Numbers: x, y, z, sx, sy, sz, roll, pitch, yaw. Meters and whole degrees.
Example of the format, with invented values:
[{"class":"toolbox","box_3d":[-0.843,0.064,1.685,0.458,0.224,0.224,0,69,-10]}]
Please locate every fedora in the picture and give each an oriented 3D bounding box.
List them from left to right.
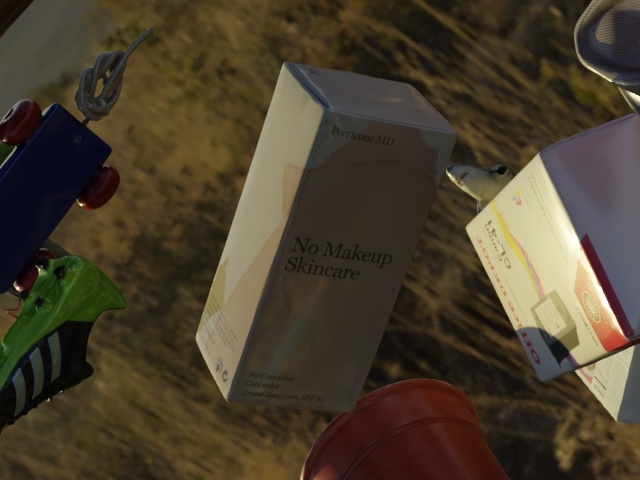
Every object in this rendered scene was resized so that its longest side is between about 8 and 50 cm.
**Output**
[{"class":"fedora","box_3d":[0.397,-0.246,1.683,0.275,0.124,0.243,7,104,54]}]

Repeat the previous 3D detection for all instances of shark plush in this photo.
[{"class":"shark plush","box_3d":[0.221,-0.085,1.873,0.161,0.067,0.073,-25,-43,-58]}]

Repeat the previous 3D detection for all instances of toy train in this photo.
[{"class":"toy train","box_3d":[-0.234,-0.073,1.198,0.248,0.105,0.143,-56,25,-17]}]

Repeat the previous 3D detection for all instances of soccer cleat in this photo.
[{"class":"soccer cleat","box_3d":[-0.199,0.092,0.961,0.179,0.072,0.060,-54,38,-7]}]

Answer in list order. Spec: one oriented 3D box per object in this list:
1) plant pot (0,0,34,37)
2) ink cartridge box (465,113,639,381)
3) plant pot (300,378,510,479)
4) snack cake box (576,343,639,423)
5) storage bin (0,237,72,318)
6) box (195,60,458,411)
[{"class":"plant pot","box_3d":[-0.278,-0.213,0.940,0.229,0.263,0.263,-33,27,11]},{"class":"ink cartridge box","box_3d":[0.298,0.020,1.604,0.131,0.226,0.306,-22,-10,-15]},{"class":"plant pot","box_3d":[0.151,0.365,1.841,0.272,0.272,0.265,-52,40,11]},{"class":"snack cake box","box_3d":[0.420,0.134,1.966,0.264,0.089,0.152,-115,33,-71]},{"class":"storage bin","box_3d":[-0.370,0.045,1.718,0.091,0.135,0.098,-1,66,28]},{"class":"box","box_3d":[0.000,0.000,1.361,0.121,0.148,0.311,55,133,55]}]
